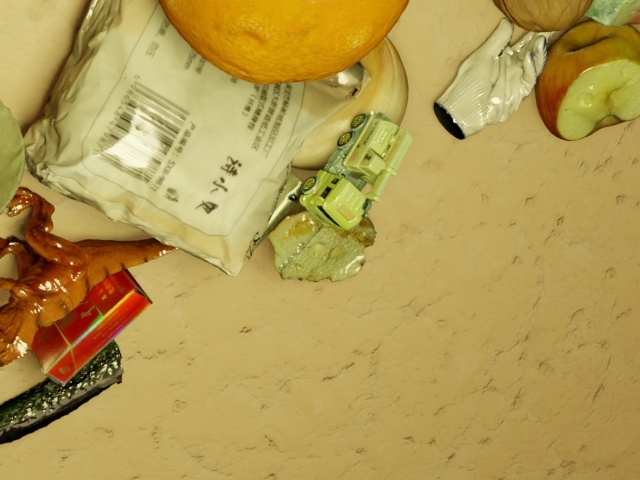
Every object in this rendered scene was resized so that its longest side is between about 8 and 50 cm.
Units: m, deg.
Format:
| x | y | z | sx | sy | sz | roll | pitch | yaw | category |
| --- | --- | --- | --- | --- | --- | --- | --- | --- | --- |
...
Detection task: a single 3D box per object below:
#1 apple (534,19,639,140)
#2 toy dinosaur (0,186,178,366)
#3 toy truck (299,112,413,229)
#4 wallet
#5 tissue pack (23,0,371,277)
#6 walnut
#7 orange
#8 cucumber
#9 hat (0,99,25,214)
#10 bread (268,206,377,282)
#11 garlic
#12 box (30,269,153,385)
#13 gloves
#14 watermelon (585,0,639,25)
| x | y | z | sx | sy | sz | roll | pitch | yaw | category |
| --- | --- | --- | --- | --- | --- | --- | --- | --- | --- |
| 0.429 | -0.249 | 1.863 | 0.195 | 0.160 | 0.173 | -20 | 120 | 9 | apple |
| -0.347 | 0.018 | 1.601 | 0.432 | 0.208 | 0.097 | -40 | 161 | -34 | toy dinosaur |
| 0.057 | -0.093 | 1.609 | 0.077 | 0.100 | 0.169 | 44 | 78 | -32 | toy truck |
| -0.094 | -0.041 | 1.728 | 0.155 | 0.110 | 0.039 | -48 | 118 | 0 | wallet |
| -0.165 | -0.177 | 1.563 | 0.390 | 0.195 | 0.375 | 31 | 88 | -25 | tissue pack |
| 0.316 | -0.400 | 1.726 | 0.167 | 0.167 | 0.207 | -23 | 114 | -16 | walnut |
| -0.043 | -0.329 | 1.376 | 0.312 | 0.312 | 0.312 | -12 | 119 | -22 | orange |
| -0.393 | 0.233 | 1.744 | 0.245 | 0.067 | 0.067 | -31 | 125 | -8 | cucumber |
| -0.486 | -0.071 | 1.482 | 0.257 | 0.257 | 0.130 | -23 | 157 | -16 | hat |
| 0.000 | 0.000 | 1.769 | 0.128 | 0.088 | 0.232 | -53 | 157 | 12 | bread |
| 0.028 | -0.187 | 1.725 | 0.164 | 0.145 | 0.245 | 44 | 91 | -4 | garlic |
| -0.333 | 0.106 | 1.676 | 0.175 | 0.112 | 0.048 | -44 | 137 | -3 | box |
| 0.272 | -0.253 | 1.826 | 0.229 | 0.097 | 0.119 | -44 | 82 | 8 | gloves |
| 0.513 | -0.401 | 1.842 | 0.256 | 0.193 | 0.140 | -5 | 118 | -41 | watermelon |
